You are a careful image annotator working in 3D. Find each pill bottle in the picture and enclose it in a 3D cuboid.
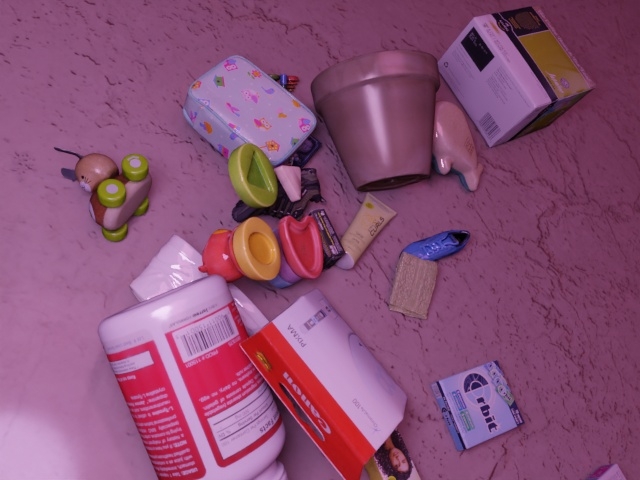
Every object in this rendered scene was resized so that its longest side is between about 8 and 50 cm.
[{"bbox_3d":[-0.199,0.283,1.025,0.229,0.229,0.408,-23,93,-32],"label":"pill bottle"}]

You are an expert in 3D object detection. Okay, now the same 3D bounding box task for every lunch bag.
[{"bbox_3d":[-0.157,-0.286,1.389,0.279,0.108,0.224,40,53,-2],"label":"lunch bag"}]

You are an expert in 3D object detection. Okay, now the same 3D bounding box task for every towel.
[{"bbox_3d":[0.224,0.110,1.445,0.110,0.027,0.148,19,77,-16],"label":"towel"}]

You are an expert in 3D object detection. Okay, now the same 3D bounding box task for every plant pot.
[{"bbox_3d":[0.153,-0.278,1.489,0.323,0.323,0.281,-6,84,-27],"label":"plant pot"}]

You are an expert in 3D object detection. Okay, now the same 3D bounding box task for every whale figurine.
[{"bbox_3d":[0.350,-0.254,1.666,0.272,0.141,0.216,47,52,-27],"label":"whale figurine"}]

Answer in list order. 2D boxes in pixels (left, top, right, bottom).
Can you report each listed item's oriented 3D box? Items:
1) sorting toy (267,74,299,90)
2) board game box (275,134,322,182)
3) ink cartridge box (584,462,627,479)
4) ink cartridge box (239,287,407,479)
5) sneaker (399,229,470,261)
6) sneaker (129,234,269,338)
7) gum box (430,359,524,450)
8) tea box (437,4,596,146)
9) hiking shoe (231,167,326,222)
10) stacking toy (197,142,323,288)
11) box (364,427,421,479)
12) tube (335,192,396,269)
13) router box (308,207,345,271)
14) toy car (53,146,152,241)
[{"bbox_3d":[-0.103,-0.412,1.571,0.101,0.061,0.042,-2,100,-18],"label":"sorting toy"},{"bbox_3d":[-0.137,-0.259,1.476,0.243,0.042,0.165,38,55,-3],"label":"board game box"},{"bbox_3d":[0.615,0.663,1.341,0.311,0.065,0.186,-20,74,-34],"label":"ink cartridge box"},{"bbox_3d":[0.025,0.250,1.119,0.091,0.385,0.308,-40,85,9],"label":"ink cartridge box"},{"bbox_3d":[0.291,0.015,1.512,0.209,0.082,0.069,-18,75,-29],"label":"sneaker"},{"bbox_3d":[-0.241,0.147,1.198,0.292,0.108,0.169,42,69,-4],"label":"sneaker"},{"bbox_3d":[0.364,0.378,1.383,0.184,0.041,0.157,-12,70,-28],"label":"gum box"},{"bbox_3d":[0.597,-0.508,1.836,0.323,0.220,0.329,-21,76,-31],"label":"tea box"},{"bbox_3d":[-0.091,-0.080,1.376,0.226,0.086,0.114,-27,104,-15],"label":"hiking shoe"},{"bbox_3d":[-0.131,-0.034,1.230,0.309,0.130,0.280,13,62,-61],"label":"stacking toy"},{"bbox_3d":[0.158,0.501,1.215,0.087,0.058,0.232,-16,73,-30],"label":"box"},{"bbox_3d":[0.104,-0.028,1.462,0.240,0.062,0.070,-51,129,-41],"label":"tube"},{"bbox_3d":[0.000,0.000,1.377,0.038,0.092,0.123,-17,73,-31],"label":"router box"},{"bbox_3d":[-0.452,-0.117,1.200,0.188,0.155,0.149,28,56,2],"label":"toy car"}]
